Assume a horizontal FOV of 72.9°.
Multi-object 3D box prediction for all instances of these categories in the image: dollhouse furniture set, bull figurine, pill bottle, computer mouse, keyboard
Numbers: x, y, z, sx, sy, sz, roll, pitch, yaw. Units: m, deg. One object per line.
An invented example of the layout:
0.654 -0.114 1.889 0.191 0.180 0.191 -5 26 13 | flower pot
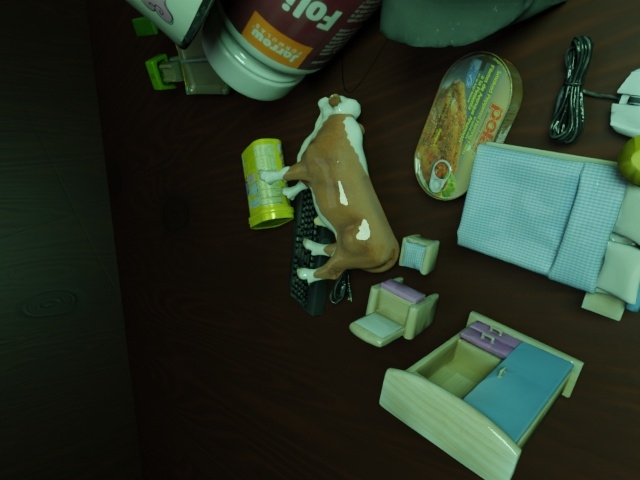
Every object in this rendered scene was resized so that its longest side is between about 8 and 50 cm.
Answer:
-0.321 -0.506 1.149 0.302 0.151 0.197 14 129 33 | dollhouse furniture set
0.016 -0.083 0.711 0.189 0.101 0.310 -23 81 25 | bull figurine
0.161 0.021 0.456 0.287 0.198 0.303 25 117 38 | dollhouse furniture set
-0.020 -0.394 0.636 0.392 0.224 0.223 -30 72 51 | pill bottle
0.309 -0.128 0.399 0.193 0.042 0.105 31 119 46 | computer mouse
0.000 0.000 0.839 0.202 0.033 0.316 26 117 48 | keyboard

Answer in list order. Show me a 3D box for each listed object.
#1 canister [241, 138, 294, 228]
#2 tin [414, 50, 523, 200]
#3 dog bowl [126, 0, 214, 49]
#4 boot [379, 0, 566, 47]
-0.116 -0.119 0.930 0.126 0.074 0.169 -18 80 61 | canister
0.188 -0.142 0.563 0.106 0.040 0.189 48 131 43 | tin
-0.169 -0.476 0.557 0.408 0.151 0.407 -38 41 43 | dog bowl
0.082 -0.345 0.281 0.445 0.367 0.146 90 166 -62 | boot
